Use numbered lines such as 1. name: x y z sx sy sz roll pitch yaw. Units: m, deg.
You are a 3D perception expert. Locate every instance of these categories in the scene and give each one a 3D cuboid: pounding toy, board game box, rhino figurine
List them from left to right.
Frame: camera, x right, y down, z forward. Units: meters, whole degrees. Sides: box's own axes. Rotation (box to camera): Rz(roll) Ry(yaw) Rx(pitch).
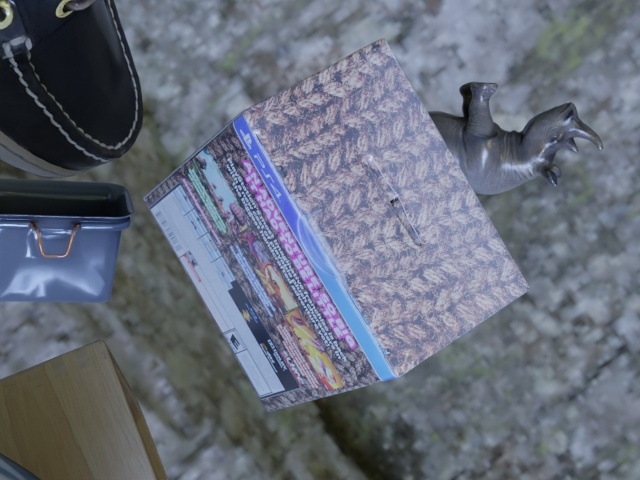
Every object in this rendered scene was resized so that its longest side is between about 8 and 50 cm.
1. pounding toy: -0.117 0.142 0.677 0.100 0.130 0.141 -21 160 -7
2. board game box: 0.000 0.000 1.198 0.141 0.232 0.291 -31 -178 -25
3. rhino figurine: 0.145 -0.097 1.340 0.243 0.106 0.073 5 -173 11

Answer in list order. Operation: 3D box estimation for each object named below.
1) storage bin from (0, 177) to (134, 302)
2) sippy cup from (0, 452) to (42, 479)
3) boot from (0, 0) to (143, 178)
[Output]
1. storage bin: -0.233 0.006 1.226 0.135 0.091 0.098 1 -157 -15
2. sippy cup: -0.188 0.147 0.506 0.305 0.224 0.240 0 107 -69
3. boot: -0.092 -0.183 0.717 0.284 0.377 0.138 -3 -135 19
